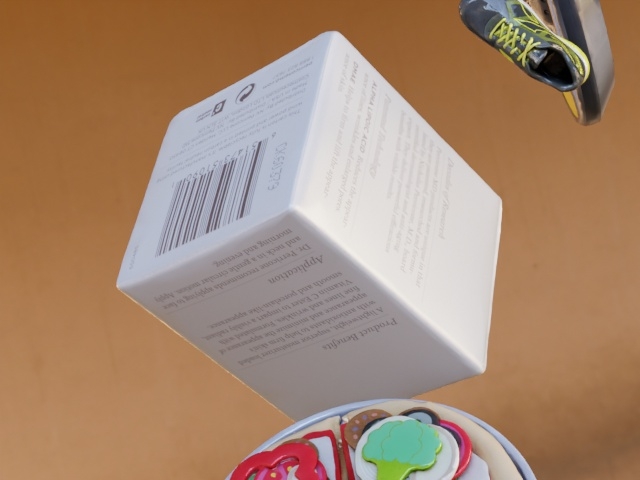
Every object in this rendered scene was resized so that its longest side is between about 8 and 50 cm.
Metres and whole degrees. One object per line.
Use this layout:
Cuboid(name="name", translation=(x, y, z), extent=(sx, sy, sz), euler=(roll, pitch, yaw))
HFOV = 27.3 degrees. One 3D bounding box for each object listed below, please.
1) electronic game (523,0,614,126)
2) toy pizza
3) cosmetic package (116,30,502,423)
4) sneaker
Cuboid(name="electronic game", translation=(0.156, -0.190, 0.929), extent=(0.048, 0.229, 0.229), euler=(-18, -5, 8))
Cuboid(name="toy pizza", translation=(0.018, 0.157, 0.692), extent=(0.201, 0.032, 0.201), euler=(-13, 41, 11))
Cuboid(name="cosmetic package", translation=(0.000, 0.000, 0.842), extent=(0.151, 0.151, 0.183), euler=(-22, -50, 35))
Cuboid(name="sneaker", translation=(0.113, -0.111, 0.726), extent=(0.031, 0.083, 0.035), euler=(-59, 3, 22))
